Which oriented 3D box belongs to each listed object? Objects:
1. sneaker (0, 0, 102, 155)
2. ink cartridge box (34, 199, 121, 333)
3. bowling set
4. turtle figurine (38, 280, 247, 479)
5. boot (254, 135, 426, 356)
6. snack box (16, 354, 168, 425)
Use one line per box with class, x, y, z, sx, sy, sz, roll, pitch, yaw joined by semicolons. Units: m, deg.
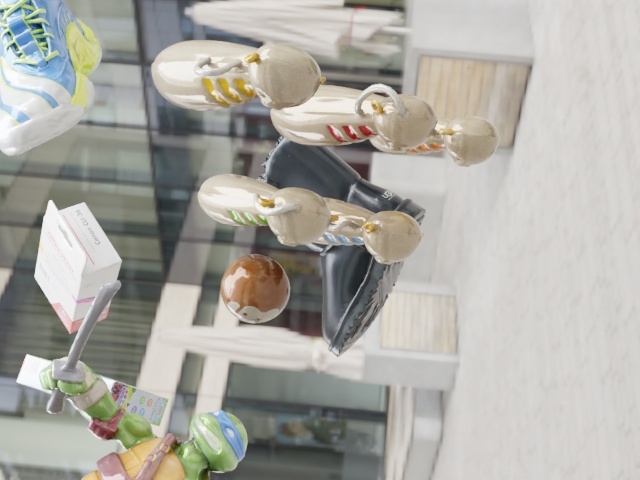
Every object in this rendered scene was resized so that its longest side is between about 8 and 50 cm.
sneaker;-0.255;-0.164;0.789;0.126;0.091;0.240;61;-174;-28
ink cartridge box;-0.348;0.030;1.337;0.115;0.067;0.198;53;144;19
bowling set;0.010;-0.027;0.690;0.154;0.287;0.200;12;96;49
turtle figurine;-0.190;0.187;0.694;0.198;0.266;0.275;53;170;8
boot;0.000;0.000;1.169;0.094;0.207;0.247;-32;-29;-51
snack box;-0.260;0.171;1.061;0.100;0.141;0.037;35;-111;-57
